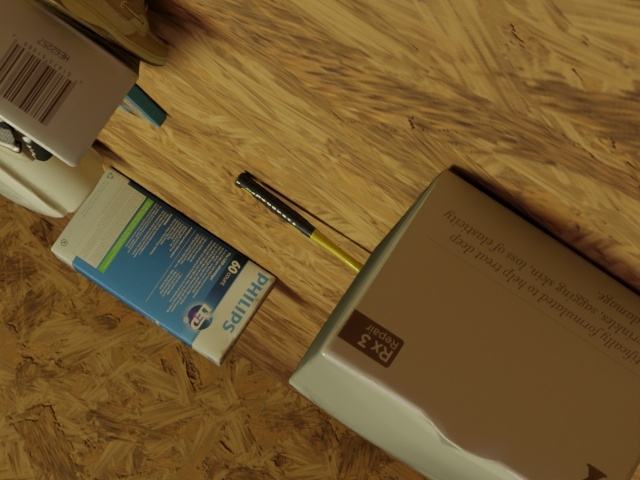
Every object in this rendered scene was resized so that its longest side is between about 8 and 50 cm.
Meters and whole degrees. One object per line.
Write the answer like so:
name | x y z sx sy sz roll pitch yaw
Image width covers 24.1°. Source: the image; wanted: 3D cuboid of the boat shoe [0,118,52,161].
boat shoe | -0.412 -0.205 1.551 0.340 0.127 0.158 22 160 23

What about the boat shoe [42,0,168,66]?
boat shoe | -0.140 -0.159 1.026 0.050 0.045 0.135 30 -179 29

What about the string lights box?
string lights box | -0.200 0.035 1.933 0.259 0.133 0.077 34 170 3

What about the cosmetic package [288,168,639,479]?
cosmetic package | 0.109 0.094 1.128 0.217 0.156 0.385 34 170 -1

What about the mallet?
mallet | 0.000 0.000 1.401 0.189 0.039 0.062 37 174 15

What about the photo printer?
photo printer | -0.433 -0.161 1.825 0.307 0.107 0.256 40 169 -27

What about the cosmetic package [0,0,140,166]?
cosmetic package | -0.202 -0.131 1.121 0.117 0.085 0.231 36 -174 -12

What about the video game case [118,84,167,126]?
video game case | -0.228 -0.164 1.395 0.166 0.015 0.119 26 167 41
